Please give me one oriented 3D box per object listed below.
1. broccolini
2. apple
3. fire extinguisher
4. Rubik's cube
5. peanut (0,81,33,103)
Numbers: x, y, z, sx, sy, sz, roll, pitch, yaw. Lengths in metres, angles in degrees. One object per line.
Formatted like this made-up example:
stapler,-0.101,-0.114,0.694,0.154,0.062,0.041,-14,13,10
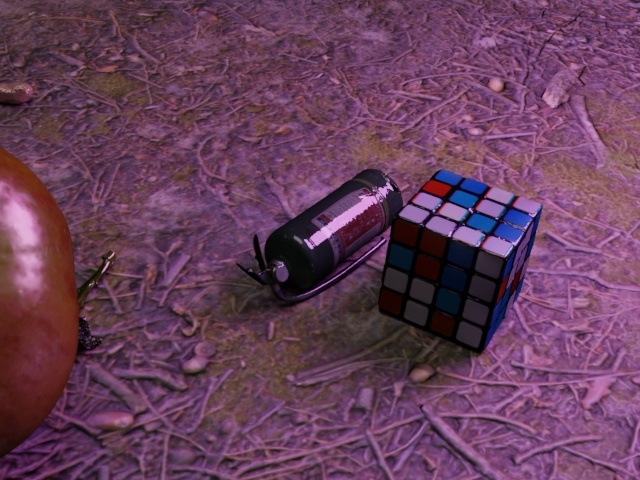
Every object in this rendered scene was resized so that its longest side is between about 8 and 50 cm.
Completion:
broccolini,-0.297,0.072,1.308,0.052,0.054,0.194,-12,34,7
apple,-0.439,0.065,1.036,0.401,0.333,0.400,4,73,-14
fire extinguisher,0.000,0.000,1.405,0.093,0.118,0.294,-9,20,44
Rubik's cube,0.183,0.022,1.348,0.155,0.154,0.151,23,39,20
peanut,-0.514,-0.242,1.694,0.083,0.037,0.037,1,37,-4
